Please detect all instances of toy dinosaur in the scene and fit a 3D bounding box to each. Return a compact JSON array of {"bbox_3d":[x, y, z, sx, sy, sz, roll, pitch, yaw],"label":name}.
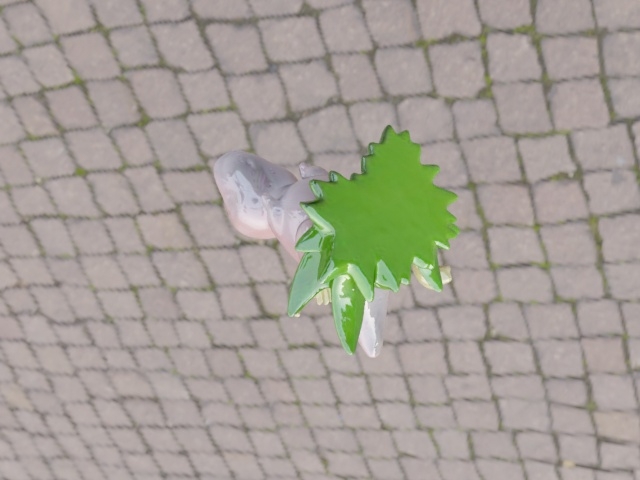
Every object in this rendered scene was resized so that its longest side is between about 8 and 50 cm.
[{"bbox_3d":[-0.003,0.006,0.828,0.194,0.152,0.177,47,152,-7],"label":"toy dinosaur"}]
